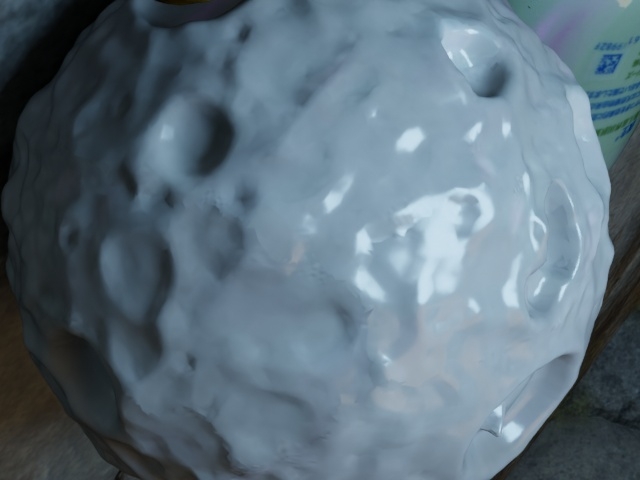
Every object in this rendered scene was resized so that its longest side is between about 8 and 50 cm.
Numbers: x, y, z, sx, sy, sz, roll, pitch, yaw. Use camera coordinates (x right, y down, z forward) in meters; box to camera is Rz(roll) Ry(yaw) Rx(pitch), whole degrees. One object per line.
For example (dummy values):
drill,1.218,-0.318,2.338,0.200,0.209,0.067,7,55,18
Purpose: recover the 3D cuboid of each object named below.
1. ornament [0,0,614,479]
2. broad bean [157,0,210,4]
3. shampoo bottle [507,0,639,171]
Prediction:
ornament,0.000,0.000,0.853,0.337,0.337,0.337,-41,156,-22
broad bean,-0.101,-0.167,0.598,0.228,0.156,0.122,65,40,-60
shampoo bottle,0.179,-0.127,1.205,0.222,0.151,0.349,-36,154,-44
